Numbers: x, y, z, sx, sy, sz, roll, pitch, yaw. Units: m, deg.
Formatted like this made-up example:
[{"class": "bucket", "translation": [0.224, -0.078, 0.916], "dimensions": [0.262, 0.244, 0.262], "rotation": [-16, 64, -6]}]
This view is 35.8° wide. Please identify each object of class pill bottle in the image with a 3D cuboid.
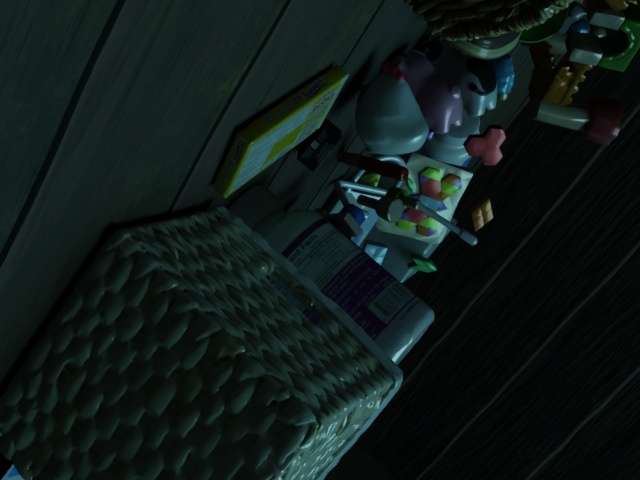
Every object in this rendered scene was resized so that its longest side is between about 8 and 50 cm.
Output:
[{"class": "pill bottle", "translation": [-0.009, 0.065, 1.341], "dimensions": [0.169, 0.301, 0.169], "rotation": [-47, 169, -12]}, {"class": "pill bottle", "translation": [0.261, -0.200, 2.055], "dimensions": [0.124, 0.124, 0.221], "rotation": [-46, 170, -21]}]

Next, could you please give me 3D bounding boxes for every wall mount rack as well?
[{"class": "wall mount rack", "translation": [0.103, 0.015, 1.849], "dimensions": [0.304, 0.130, 0.350], "rotation": [10, 128, -37]}]

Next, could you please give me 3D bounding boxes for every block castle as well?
[{"class": "block castle", "translation": [0.536, -0.421, 1.738], "dimensions": [0.453, 0.212, 0.303], "rotation": [111, -14, -48]}]

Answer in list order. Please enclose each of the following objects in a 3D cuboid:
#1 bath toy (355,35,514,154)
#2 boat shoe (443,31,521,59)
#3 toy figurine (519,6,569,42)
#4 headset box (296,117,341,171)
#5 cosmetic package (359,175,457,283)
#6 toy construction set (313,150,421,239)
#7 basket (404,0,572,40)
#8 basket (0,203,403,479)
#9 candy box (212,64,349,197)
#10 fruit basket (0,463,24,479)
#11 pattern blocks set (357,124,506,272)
[{"class": "bath toy", "translation": [0.160, -0.236, 1.482], "dimensions": [0.348, 0.151, 0.129], "rotation": [-34, 125, -48]}, {"class": "boat shoe", "translation": [0.283, -0.389, 1.484], "dimensions": [0.342, 0.123, 0.123], "rotation": [-45, 162, -43]}, {"class": "toy figurine", "translation": [0.348, -0.400, 1.782], "dimensions": [0.173, 0.130, 0.159], "rotation": [-28, -179, 4]}, {"class": "headset box", "translation": [-0.001, -0.133, 1.363], "dimensions": [0.062, 0.032, 0.083], "rotation": [-50, -173, 10]}, {"class": "cosmetic package", "translation": [0.156, -0.030, 2.060], "dimensions": [0.151, 0.183, 0.151], "rotation": [-53, 170, 22]}, {"class": "toy construction set", "translation": [0.000, 0.000, 1.621], "dimensions": [0.257, 0.237, 0.309], "rotation": [29, 84, -50]}, {"class": "basket", "translation": [0.230, -0.344, 1.080], "dimensions": [0.299, 0.223, 0.213], "rotation": [-47, 170, -17]}, {"class": "basket", "translation": [-0.149, 0.184, 1.136], "dimensions": [0.331, 0.328, 0.266], "rotation": [-52, 166, 18]}, {"class": "candy box", "translation": [-0.047, -0.136, 1.215], "dimensions": [0.206, 0.027, 0.105], "rotation": [-41, 167, -42]}, {"class": "fruit basket", "translation": [-0.370, 0.375, 1.349], "dimensions": [0.327, 0.165, 0.353], "rotation": [-50, 167, 7]}, {"class": "pattern blocks set", "translation": [0.201, -0.079, 1.891], "dimensions": [0.026, 0.285, 0.325], "rotation": [-105, -159, -58]}]
